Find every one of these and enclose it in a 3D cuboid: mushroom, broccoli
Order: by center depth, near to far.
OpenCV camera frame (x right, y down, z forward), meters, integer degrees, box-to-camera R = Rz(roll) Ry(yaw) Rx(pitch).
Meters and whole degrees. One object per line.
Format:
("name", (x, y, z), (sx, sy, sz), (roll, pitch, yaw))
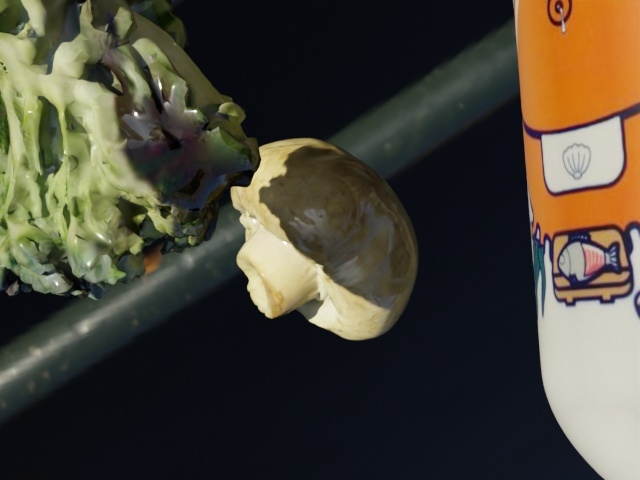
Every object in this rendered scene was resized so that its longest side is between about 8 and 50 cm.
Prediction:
("broccoli", (-0.142, -0.120, 0.664), (0.146, 0.165, 0.304), (-26, 124, -7))
("mushroom", (0.000, 0.000, 1.001), (0.112, 0.148, 0.148), (-29, 135, -20))

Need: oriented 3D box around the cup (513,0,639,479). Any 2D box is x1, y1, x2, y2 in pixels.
("cup", (0.196, -0.051, 0.669), (0.212, 0.212, 0.317), (-3, 88, -25))
